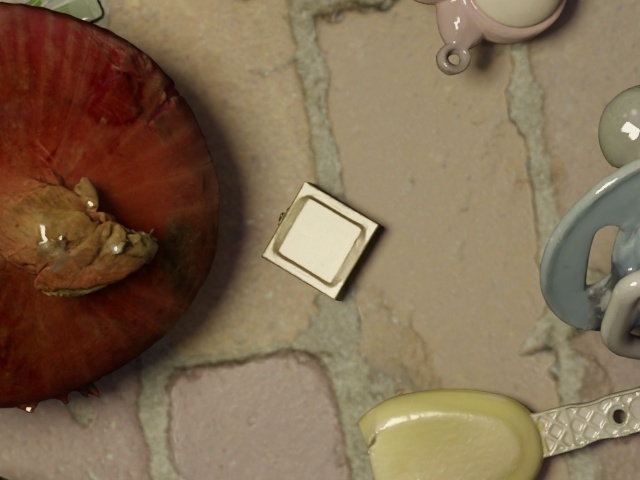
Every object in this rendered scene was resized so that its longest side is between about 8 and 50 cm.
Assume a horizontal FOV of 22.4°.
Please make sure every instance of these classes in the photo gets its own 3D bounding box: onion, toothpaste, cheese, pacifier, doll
[{"bbox_3d":[-0.256,-0.020,1.360,0.353,0.353,0.354,-1,87,11],"label":"onion"},{"bbox_3d":[-0.296,-0.185,1.495,0.197,0.029,0.048,-26,83,5],"label":"toothpaste"},{"bbox_3d":[0.163,0.171,1.380,0.251,0.054,0.127,-17,88,9],"label":"cheese"},{"bbox_3d":[0.298,-0.032,1.319,0.287,0.238,0.226,-13,52,-7],"label":"pacifier"},{"bbox_3d":[0.152,-0.316,1.377,0.160,0.094,0.365,13,84,-14],"label":"doll"}]

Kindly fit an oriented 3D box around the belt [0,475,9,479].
[{"bbox_3d":[-0.334,0.268,1.391,0.257,0.207,0.150,8,88,-6],"label":"belt"}]

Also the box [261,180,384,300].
[{"bbox_3d":[0.000,0.000,1.427,0.083,0.035,0.079,32,93,11],"label":"box"}]
